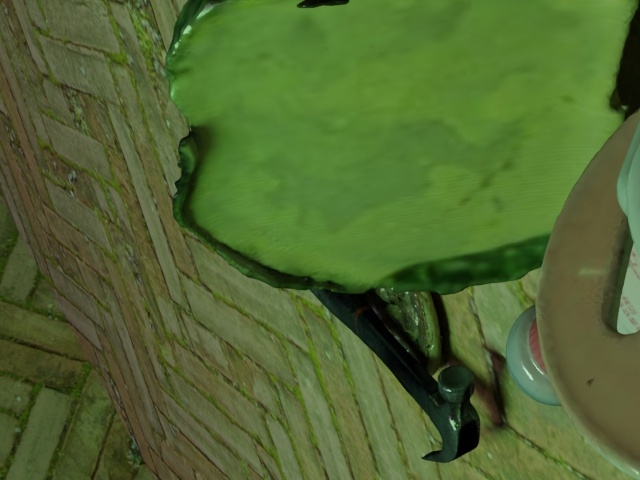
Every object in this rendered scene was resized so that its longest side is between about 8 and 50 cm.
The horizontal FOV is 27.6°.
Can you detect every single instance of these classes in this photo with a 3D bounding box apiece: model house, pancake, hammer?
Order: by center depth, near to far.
[{"bbox_3d":[0.038,-0.151,0.794,0.321,0.261,0.266,87,180,-59],"label":"model house"},{"bbox_3d":[0.061,0.103,1.261,0.290,0.037,0.137,46,153,44],"label":"hammer"},{"bbox_3d":[0.076,0.062,1.271,0.158,0.028,0.158,51,154,37],"label":"pancake"}]

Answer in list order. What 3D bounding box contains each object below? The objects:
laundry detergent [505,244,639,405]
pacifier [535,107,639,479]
[{"bbox_3d":[0.208,0.027,0.853,0.335,0.088,0.159,119,133,-64],"label":"laundry detergent"},{"bbox_3d":[0.251,0.012,0.564,0.332,0.220,0.273,-5,111,43],"label":"pacifier"}]
